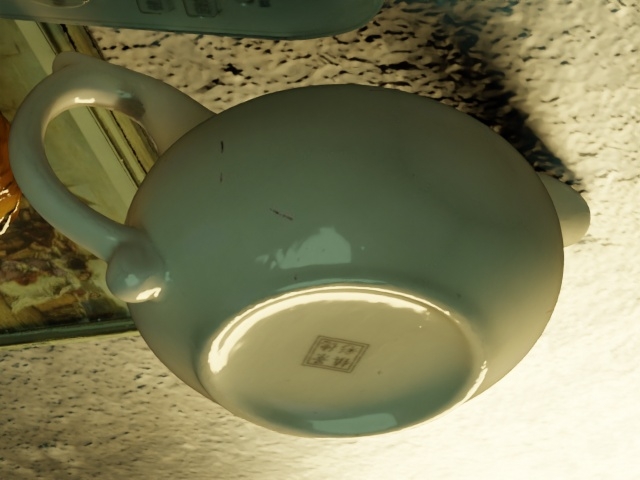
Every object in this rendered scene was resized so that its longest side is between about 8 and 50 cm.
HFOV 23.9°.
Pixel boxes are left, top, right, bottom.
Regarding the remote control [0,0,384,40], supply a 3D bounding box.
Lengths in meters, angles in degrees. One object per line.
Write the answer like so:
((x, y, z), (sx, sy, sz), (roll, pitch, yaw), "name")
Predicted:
((-0.128, -0.142, 0.635), (0.313, 0.055, 0.109), (5, 153, 8), "remote control")

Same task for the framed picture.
((-0.182, -0.024, 0.809), (0.217, 0.017, 0.274), (-9, 137, 18), "framed picture")

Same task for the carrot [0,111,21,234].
((-0.189, -0.079, 0.648), (0.070, 0.070, 0.260), (1, 152, 8), "carrot")

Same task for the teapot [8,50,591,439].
((0.000, 0.000, 0.708), (0.298, 0.139, 0.204), (18, 141, -22), "teapot")
